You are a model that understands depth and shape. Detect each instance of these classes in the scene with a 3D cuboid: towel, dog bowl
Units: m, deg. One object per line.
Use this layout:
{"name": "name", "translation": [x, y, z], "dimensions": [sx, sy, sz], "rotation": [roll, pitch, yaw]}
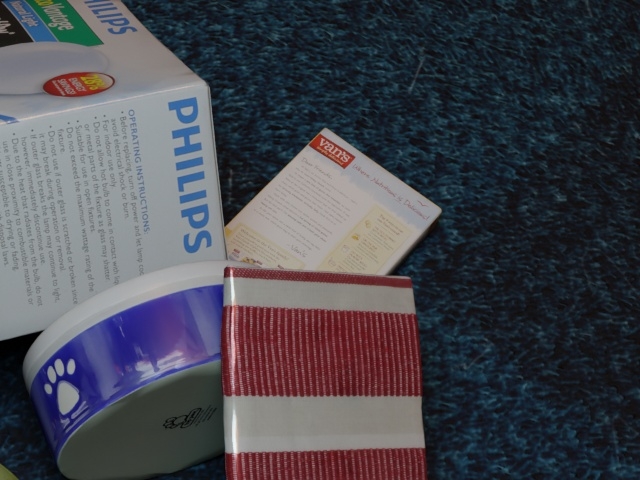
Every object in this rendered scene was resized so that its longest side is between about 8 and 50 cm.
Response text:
{"name": "towel", "translation": [0.004, 0.192, 1.488], "dimensions": [0.237, 0.037, 0.329], "rotation": [5, 79, -42]}
{"name": "dog bowl", "translation": [-0.147, 0.132, 1.566], "dimensions": [0.265, 0.265, 0.104], "rotation": [-15, 63, -20]}

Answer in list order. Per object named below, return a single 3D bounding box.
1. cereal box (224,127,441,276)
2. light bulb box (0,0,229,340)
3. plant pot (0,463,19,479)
{"name": "cereal box", "translation": [0.000, 0.000, 1.811], "dimensions": [0.173, 0.047, 0.240], "rotation": [37, 58, 12]}
{"name": "light bulb box", "translation": [-0.323, -0.079, 1.607], "dimensions": [0.361, 0.225, 0.358], "rotation": [-14, 29, -19]}
{"name": "plant pot", "translation": [-0.370, 0.357, 1.331], "dimensions": [0.367, 0.366, 0.353], "rotation": [10, 34, -5]}
